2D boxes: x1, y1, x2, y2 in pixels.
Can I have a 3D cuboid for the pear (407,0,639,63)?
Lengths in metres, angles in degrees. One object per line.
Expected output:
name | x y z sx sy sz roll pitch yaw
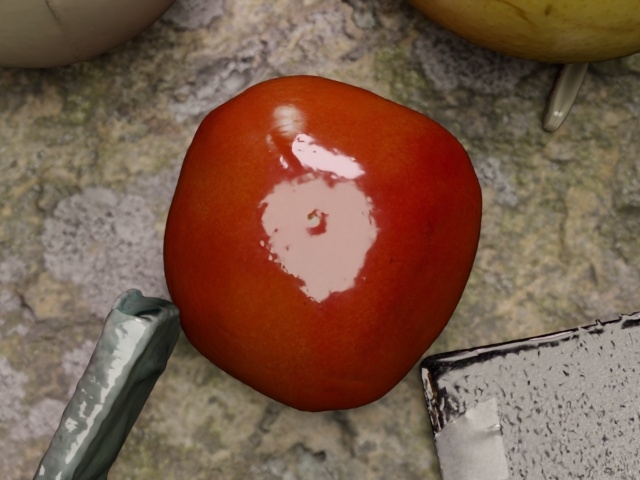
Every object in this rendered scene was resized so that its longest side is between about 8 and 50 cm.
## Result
pear | 0.186 -0.302 1.157 0.348 0.348 0.348 1 77 -3

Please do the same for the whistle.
whistle | -0.172 0.242 1.068 0.188 0.168 0.405 -6 85 3

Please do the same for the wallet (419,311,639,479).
wallet | 0.224 0.172 1.190 0.262 0.071 0.221 -11 83 -3

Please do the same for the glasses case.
glasses case | 0.205 -0.129 1.266 0.021 0.032 0.083 24 77 -3

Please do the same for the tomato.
tomato | -0.004 -0.002 1.151 0.259 0.180 0.260 0 78 -1

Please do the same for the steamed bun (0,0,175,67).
steamed bun | -0.223 -0.316 1.132 0.334 0.334 0.374 -9 78 -6
